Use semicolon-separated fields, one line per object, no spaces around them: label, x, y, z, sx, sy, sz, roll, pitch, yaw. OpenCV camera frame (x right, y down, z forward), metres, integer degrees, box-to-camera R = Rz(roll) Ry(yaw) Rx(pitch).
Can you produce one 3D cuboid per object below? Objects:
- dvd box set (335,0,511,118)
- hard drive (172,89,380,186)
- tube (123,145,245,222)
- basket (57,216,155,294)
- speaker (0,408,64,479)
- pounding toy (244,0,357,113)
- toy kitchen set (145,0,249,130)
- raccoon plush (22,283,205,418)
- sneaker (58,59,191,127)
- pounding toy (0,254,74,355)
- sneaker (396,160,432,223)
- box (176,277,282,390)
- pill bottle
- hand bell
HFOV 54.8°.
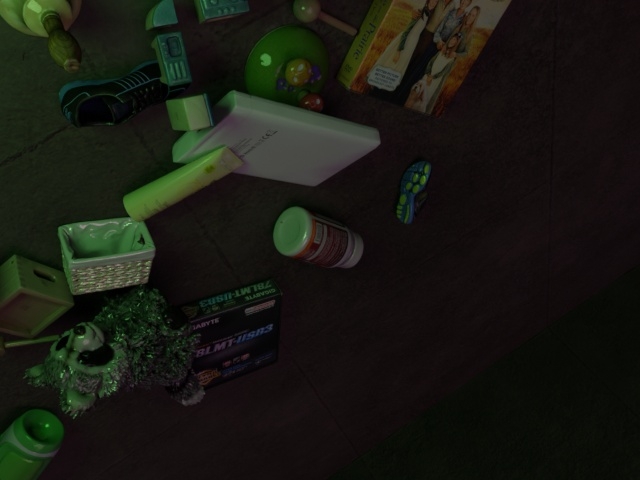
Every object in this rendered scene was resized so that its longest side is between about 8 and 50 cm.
dvd box set;0.249;-0.477;1.290;0.307;0.062;0.420;6;124;-40
hard drive;-0.084;-0.192;1.243;0.353;0.047;0.233;6;157;-40
tube;-0.269;-0.113;1.209;0.240;0.070;0.062;-26;112;7
basket;-0.427;0.031;1.236;0.167;0.113;0.103;-10;135;-29
speaker;-0.741;0.546;1.488;0.131;0.131;0.296;23;112;-47
pounding toy;-0.028;-0.329;1.189;0.183;0.110;0.237;19;116;-46
toy kitchen set;-0.180;-0.302;1.027;0.166;0.122;0.207;-19;109;-23
raccoon plush;-0.401;0.311;1.323;0.299;0.216;0.447;-49;132;-35
sneaker;-0.324;-0.245;1.062;0.232;0.090;0.081;-21;138;-19
pounding toy;-0.598;0.140;1.236;0.206;0.094;0.181;-36;147;13
sneaker;0.253;-0.132;1.638;0.078;0.067;0.188;-32;144;-42
box;-0.249;0.259;1.624;0.295;0.073;0.293;-16;137;-25
pill bottle;0.000;0.000;1.519;0.221;0.121;0.121;19;115;-46
hand bell;-0.371;-0.297;0.858;0.126;0.242;0.126;-20;137;-20
